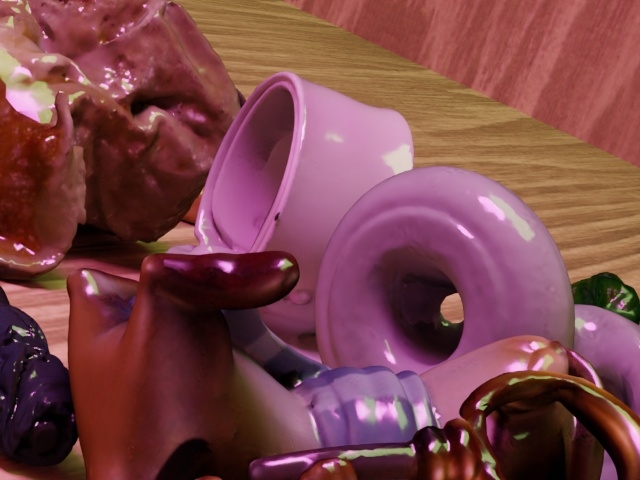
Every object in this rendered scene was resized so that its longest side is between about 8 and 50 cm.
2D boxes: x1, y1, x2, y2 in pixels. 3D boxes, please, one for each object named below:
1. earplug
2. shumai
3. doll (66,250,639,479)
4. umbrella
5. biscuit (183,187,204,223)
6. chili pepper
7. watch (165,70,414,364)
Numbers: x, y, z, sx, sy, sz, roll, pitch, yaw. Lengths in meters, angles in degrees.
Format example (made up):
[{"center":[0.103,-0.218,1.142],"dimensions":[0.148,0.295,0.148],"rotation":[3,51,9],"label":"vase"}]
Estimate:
[{"center":[0.138,0.091,1.279],"dimensions":[0.325,0.214,0.175],"rotation":[43,32,-3],"label":"earplug"},{"center":[-0.258,-0.072,1.519],"dimensions":[0.314,0.267,0.262],"rotation":[-2,31,37],"label":"shumai"},{"center":[0.015,0.115,1.073],"dimensions":[0.339,0.209,0.318],"rotation":[18,18,-21],"label":"doll"},{"center":[-0.208,0.073,1.196],"dimensions":[0.071,0.071,0.248],"rotation":[15,17,-22],"label":"umbrella"},{"center":[-0.128,-0.089,1.922],"dimensions":[0.312,0.057,0.351],"rotation":[26,15,15],"label":"biscuit"},{"center":[0.280,0.091,1.797],"dimensions":[0.099,0.083,0.253],"rotation":[30,18,-2],"label":"chili pepper"},{"center":[0.000,0.000,1.426],"dimensions":[0.196,0.231,0.244],"rotation":[21,15,-23],"label":"watch"}]
